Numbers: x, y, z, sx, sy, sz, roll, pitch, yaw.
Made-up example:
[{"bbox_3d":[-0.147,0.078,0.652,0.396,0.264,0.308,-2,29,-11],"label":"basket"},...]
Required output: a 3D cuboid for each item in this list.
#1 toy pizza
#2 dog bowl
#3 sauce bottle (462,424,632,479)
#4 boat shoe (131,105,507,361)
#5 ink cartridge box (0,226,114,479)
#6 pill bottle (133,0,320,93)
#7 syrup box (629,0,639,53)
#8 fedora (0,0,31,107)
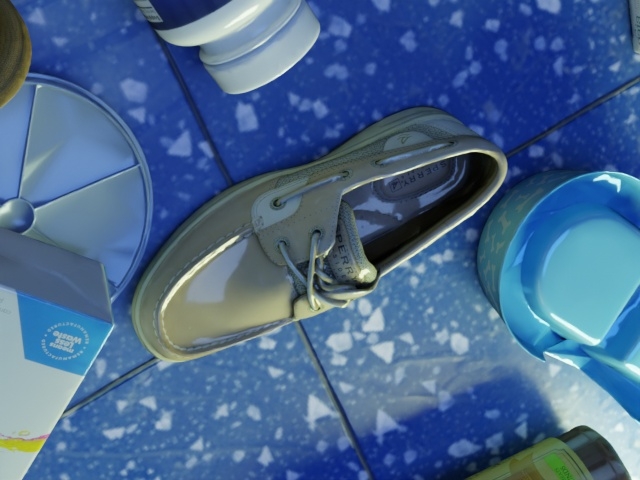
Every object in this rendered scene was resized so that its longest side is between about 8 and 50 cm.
[{"bbox_3d":[-0.217,-0.021,0.971,0.201,0.032,0.201,-7,109,-22],"label":"toy pizza"},{"bbox_3d":[0.253,0.046,1.169,0.297,0.074,0.166,32,93,-29],"label":"dog bowl"},{"bbox_3d":[0.101,0.272,1.158,0.344,0.111,0.111,-25,115,-14],"label":"sauce bottle"},{"bbox_3d":[0.000,0.000,1.032,0.302,0.098,0.109,-30,116,-12],"label":"boat shoe"},{"bbox_3d":[-0.252,0.103,0.939,0.134,0.078,0.231,21,114,-27],"label":"ink cartridge box"},{"bbox_3d":[-0.083,-0.196,0.926,0.112,0.112,0.187,-40,118,-7],"label":"pill bottle"},{"bbox_3d":[0.370,-0.219,1.119,0.237,0.096,0.093,-20,114,-17],"label":"syrup box"},{"bbox_3d":[-0.282,-0.108,0.867,0.194,0.194,0.079,-4,142,-22],"label":"fedora"}]
